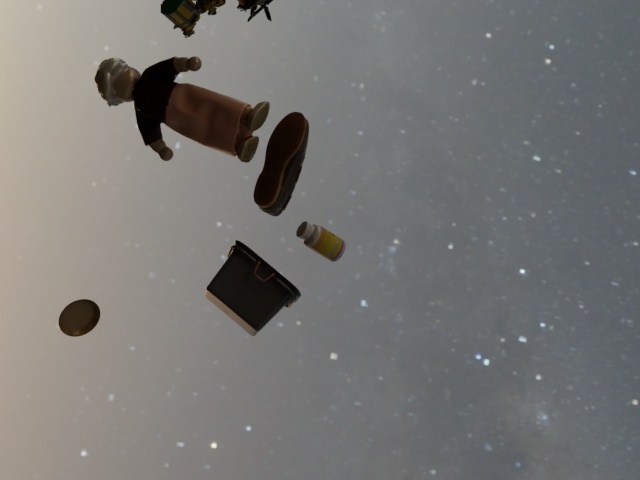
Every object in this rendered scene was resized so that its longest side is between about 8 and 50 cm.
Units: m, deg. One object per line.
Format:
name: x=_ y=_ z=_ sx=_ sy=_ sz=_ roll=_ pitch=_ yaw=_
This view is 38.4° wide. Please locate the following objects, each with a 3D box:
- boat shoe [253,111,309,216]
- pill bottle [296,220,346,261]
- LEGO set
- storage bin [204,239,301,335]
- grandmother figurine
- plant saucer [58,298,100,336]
boat shoe: x=-0.072 y=-0.148 z=1.803 sx=0.073 sy=0.073 sz=0.207 roll=17 pitch=-101 yaw=30
pill bottle: x=0.000 y=0.000 z=1.565 sx=0.043 sy=0.083 sz=0.043 roll=-40 pitch=-148 yaw=32
LEGO set: x=-0.219 y=-0.589 z=2.063 sx=0.255 sy=0.192 sz=0.331 roll=-27 pitch=-125 yaw=21
storage bin: x=-0.112 y=0.080 z=1.434 sx=0.091 sy=0.135 sz=0.098 roll=-51 pitch=180 yaw=-21
grandmother figurine: x=-0.276 y=-0.252 z=1.732 sx=0.208 sy=0.342 sz=0.104 roll=-68 pitch=168 yaw=10
plant saucer: x=-0.468 y=0.147 z=1.778 sx=0.015 sy=0.083 sz=0.083 roll=39 pitch=-69 yaw=46
